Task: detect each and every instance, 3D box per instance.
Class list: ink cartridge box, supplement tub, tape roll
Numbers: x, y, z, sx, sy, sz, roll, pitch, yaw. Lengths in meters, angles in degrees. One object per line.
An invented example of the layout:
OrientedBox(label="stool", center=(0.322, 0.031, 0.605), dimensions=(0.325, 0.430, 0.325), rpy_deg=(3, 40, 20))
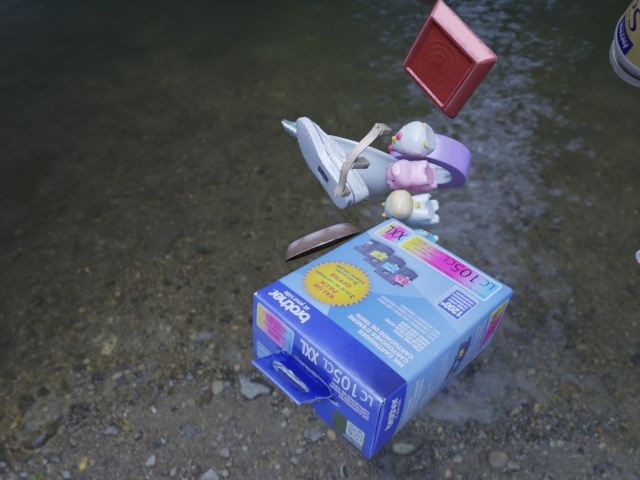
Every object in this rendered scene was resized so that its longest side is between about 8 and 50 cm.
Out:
OrientedBox(label="ink cartridge box", center=(0.076, 0.146, 0.868), dimensions=(0.396, 0.151, 0.270), rpy_deg=(-30, 49, -35))
OrientedBox(label="supplement tub", center=(0.899, -0.556, 1.363), dimensions=(0.241, 0.331, 0.240), rpy_deg=(-1, 75, 5))
OrientedBox(label="tape roll", center=(0.376, -0.274, 1.884), dimensions=(0.275, 0.275, 0.090), rpy_deg=(14, 79, 19))

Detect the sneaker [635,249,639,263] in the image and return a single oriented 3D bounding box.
OrientedBox(label="sneaker", center=(0.871, 0.051, 1.389), dimensions=(0.119, 0.047, 0.057), rpy_deg=(21, 29, 27))

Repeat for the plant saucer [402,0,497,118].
OrientedBox(label="plant saucer", center=(0.366, -0.533, 1.636), dimensions=(0.048, 0.259, 0.258), rpy_deg=(-28, 73, -32))

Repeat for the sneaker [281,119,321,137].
OrientedBox(label="sneaker", center=(-0.067, -0.414, 2.006), dimensions=(0.167, 0.065, 0.076), rpy_deg=(31, 79, 20))

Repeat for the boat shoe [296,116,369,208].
OrientedBox(label="boat shoe", center=(0.030, -0.204, 1.361), dimensions=(0.088, 0.096, 0.267), rpy_deg=(-22, 67, -24))

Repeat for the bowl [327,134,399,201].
OrientedBox(label="bowl", center=(0.100, -0.200, 1.616), dimensions=(0.298, 0.134, 0.298), rpy_deg=(19, 0, 0))

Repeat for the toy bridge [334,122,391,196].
OrientedBox(label="toy bridge", center=(0.076, -0.162, 1.137), dimensions=(0.063, 0.188, 0.026), rpy_deg=(-10, 52, -48))

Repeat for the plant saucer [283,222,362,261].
OrientedBox(label="plant saucer", center=(0.000, 0.000, 1.268), dimensions=(0.199, 0.198, 0.036), rpy_deg=(-20, 85, -19))

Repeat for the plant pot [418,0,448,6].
OrientedBox(label="plant pot", center=(0.390, -1.035, 2.021), dimensions=(0.280, 0.323, 0.323), rpy_deg=(23, 17, -46))

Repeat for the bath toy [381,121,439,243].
OrientedBox(label="bath toy", center=(0.226, -0.149, 1.422), dimensions=(0.129, 0.151, 0.347), rpy_deg=(-10, 66, 36))
